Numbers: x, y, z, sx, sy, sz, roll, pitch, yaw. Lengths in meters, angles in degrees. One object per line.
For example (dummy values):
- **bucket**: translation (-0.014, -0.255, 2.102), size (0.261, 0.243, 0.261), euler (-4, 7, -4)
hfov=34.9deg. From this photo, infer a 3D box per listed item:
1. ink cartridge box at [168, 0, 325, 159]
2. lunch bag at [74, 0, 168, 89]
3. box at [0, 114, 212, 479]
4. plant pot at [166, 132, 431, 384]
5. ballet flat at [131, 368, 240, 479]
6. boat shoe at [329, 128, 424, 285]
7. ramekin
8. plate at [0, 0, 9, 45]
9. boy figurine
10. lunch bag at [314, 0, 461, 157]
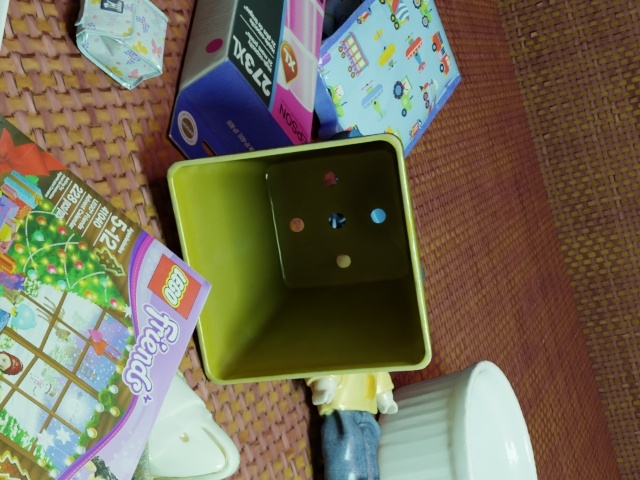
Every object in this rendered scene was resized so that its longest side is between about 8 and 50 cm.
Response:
- **ink cartridge box**: translation (-0.072, -0.206, 1.137), size (0.175, 0.069, 0.370), euler (50, 37, -44)
- **lunch bag**: translation (-0.178, -0.188, 0.902), size (0.083, 0.053, 0.071), euler (37, 43, -42)
- **box**: translation (-0.196, 0.074, 0.634), size (0.201, 0.057, 0.293), euler (41, 37, -20)
- **plant pot**: translation (0.000, 0.000, 0.988), size (0.187, 0.212, 0.212), euler (-48, 130, -71)
- **ballet flat**: translation (-0.108, 0.207, 0.759), size (0.123, 0.123, 0.348), euler (20, 59, -62)
- **boat shoe**: translation (0.050, -0.012, 1.265), size (0.109, 0.089, 0.258), euler (-60, 134, -55)
- **ramekin**: translation (0.177, 0.302, 1.308), size (0.277, 0.135, 0.277), euler (43, 39, -50)
- **plate**: translation (-0.308, -0.250, 0.658), size (0.277, 0.045, 0.278), euler (42, 41, -51)
- **boy figurine**: translation (0.041, 0.156, 1.149), size (0.177, 0.092, 0.285), euler (32, 53, -54)
- **lunch bag**: translation (0.066, -0.223, 1.386), size (0.221, 0.138, 0.293), euler (63, 36, -32)
